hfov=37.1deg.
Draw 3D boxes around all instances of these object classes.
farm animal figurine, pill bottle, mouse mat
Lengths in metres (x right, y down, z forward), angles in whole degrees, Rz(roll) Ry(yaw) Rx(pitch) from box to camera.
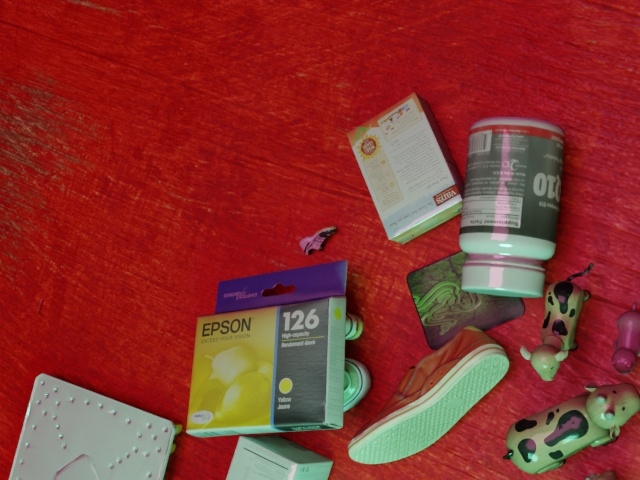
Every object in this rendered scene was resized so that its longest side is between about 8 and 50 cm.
[{"bbox_3d":[0.407,0.249,1.481,0.327,0.172,0.330,-48,63,13],"label":"farm animal figurine"},{"bbox_3d":[0.317,-0.052,1.591,0.161,0.161,0.283,3,83,29],"label":"pill bottle"},{"bbox_3d":[0.254,0.094,1.688,0.189,0.007,0.153,-26,70,23],"label":"mouse mat"}]

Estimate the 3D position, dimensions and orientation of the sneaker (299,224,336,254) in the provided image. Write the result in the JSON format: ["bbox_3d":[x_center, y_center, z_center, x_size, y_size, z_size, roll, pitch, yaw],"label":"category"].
[{"bbox_3d":[0.000,0.000,1.832,0.083,0.032,0.037,-29,82,26],"label":"sneaker"}]

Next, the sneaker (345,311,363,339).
[{"bbox_3d":[-0.018,0.157,1.778,0.185,0.084,0.070,-9,77,27],"label":"sneaker"}]

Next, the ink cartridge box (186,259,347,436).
[{"bbox_3d":[-0.097,0.193,1.727,0.303,0.072,0.307,-11,68,31],"label":"ink cartridge box"}]

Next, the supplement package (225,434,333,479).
[{"bbox_3d":[-0.098,0.492,1.731,0.139,0.134,0.244,19,90,31],"label":"supplement package"}]

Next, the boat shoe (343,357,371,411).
[{"bbox_3d":[-0.054,0.283,1.769,0.302,0.094,0.109,-16,74,25],"label":"boat shoe"}]

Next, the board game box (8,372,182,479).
[{"bbox_3d":[-0.488,0.514,1.987,0.390,0.050,0.390,13,88,30],"label":"board game box"}]

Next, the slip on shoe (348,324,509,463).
[{"bbox_3d":[0.177,0.272,1.646,0.331,0.123,0.101,-44,41,15],"label":"slip on shoe"}]

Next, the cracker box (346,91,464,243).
[{"bbox_3d":[0.161,-0.131,1.744,0.155,0.067,0.232,-29,68,22],"label":"cracker box"}]
